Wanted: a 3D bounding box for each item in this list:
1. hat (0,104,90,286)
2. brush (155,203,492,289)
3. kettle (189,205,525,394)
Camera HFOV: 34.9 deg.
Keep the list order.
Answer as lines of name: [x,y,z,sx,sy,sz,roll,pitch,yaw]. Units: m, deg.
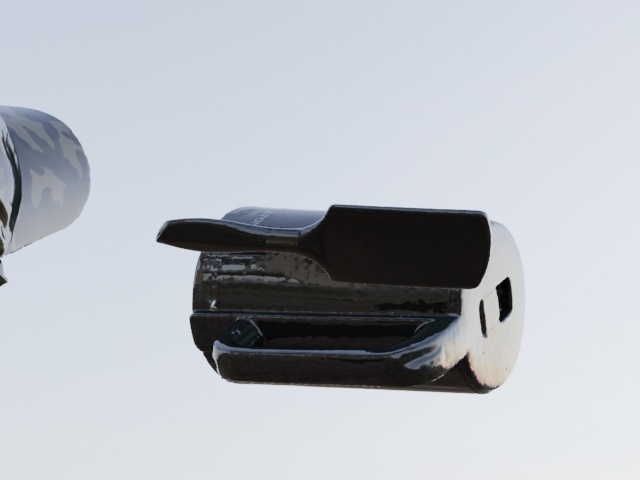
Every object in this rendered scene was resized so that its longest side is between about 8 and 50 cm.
hat: [-0.472,-0.140,1.475,0.366,0.382,0.257,51,-45,2]
brush: [0.000,0.000,0.582,0.194,0.016,0.063,2,-46,4]
kettle: [0.029,0.058,1.057,0.308,0.203,0.262,1,-11,32]
